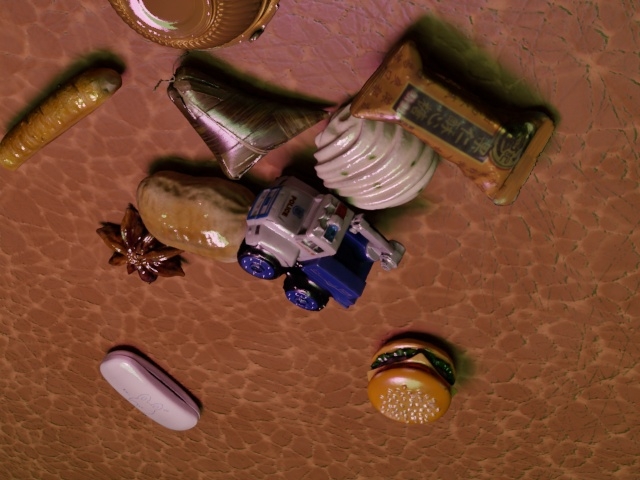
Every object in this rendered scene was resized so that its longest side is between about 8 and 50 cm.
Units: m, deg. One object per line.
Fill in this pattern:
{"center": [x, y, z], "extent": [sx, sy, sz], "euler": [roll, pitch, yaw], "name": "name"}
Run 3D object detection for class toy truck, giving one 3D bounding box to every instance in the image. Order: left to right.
{"center": [0.000, 0.000, 1.648], "extent": [0.213, 0.161, 0.177], "euler": [37, 155, -25], "name": "toy truck"}

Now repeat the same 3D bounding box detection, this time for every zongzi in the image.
{"center": [-0.109, -0.202, 1.578], "extent": [0.184, 0.084, 0.187], "euler": [-28, 118, 21], "name": "zongzi"}

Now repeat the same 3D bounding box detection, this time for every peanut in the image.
{"center": [-0.184, -0.040, 1.730], "extent": [0.224, 0.129, 0.129], "euler": [11, 137, 6], "name": "peanut"}

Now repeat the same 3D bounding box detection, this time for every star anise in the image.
{"center": [-0.303, 0.015, 1.874], "extent": [0.167, 0.057, 0.168], "euler": [8, 138, 8], "name": "star anise"}

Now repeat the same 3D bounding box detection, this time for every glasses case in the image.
{"center": [-0.331, 0.295, 2.173], "extent": [0.092, 0.059, 0.233], "euler": [-22, 126, 33], "name": "glasses case"}

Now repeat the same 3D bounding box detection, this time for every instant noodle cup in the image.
{"center": [-0.187, -0.335, 1.447], "extent": [0.274, 0.091, 0.274], "euler": [9, 136, 8], "name": "instant noodle cup"}

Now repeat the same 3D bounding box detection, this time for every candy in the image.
{"center": [0.186, -0.161, 1.494], "extent": [0.271, 0.101, 0.143], "euler": [30, 109, -16], "name": "candy"}

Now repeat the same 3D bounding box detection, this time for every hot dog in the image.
{"center": [-0.403, -0.184, 1.680], "extent": [0.286, 0.088, 0.061], "euler": [-30, 115, 35], "name": "hot dog"}

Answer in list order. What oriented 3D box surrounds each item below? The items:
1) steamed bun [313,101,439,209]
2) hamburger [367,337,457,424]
{"center": [0.074, -0.113, 1.584], "extent": [0.182, 0.106, 0.183], "euler": [8, 137, 7], "name": "steamed bun"}
{"center": [0.158, 0.246, 1.924], "extent": [0.162, 0.115, 0.162], "euler": [8, 138, 7], "name": "hamburger"}
